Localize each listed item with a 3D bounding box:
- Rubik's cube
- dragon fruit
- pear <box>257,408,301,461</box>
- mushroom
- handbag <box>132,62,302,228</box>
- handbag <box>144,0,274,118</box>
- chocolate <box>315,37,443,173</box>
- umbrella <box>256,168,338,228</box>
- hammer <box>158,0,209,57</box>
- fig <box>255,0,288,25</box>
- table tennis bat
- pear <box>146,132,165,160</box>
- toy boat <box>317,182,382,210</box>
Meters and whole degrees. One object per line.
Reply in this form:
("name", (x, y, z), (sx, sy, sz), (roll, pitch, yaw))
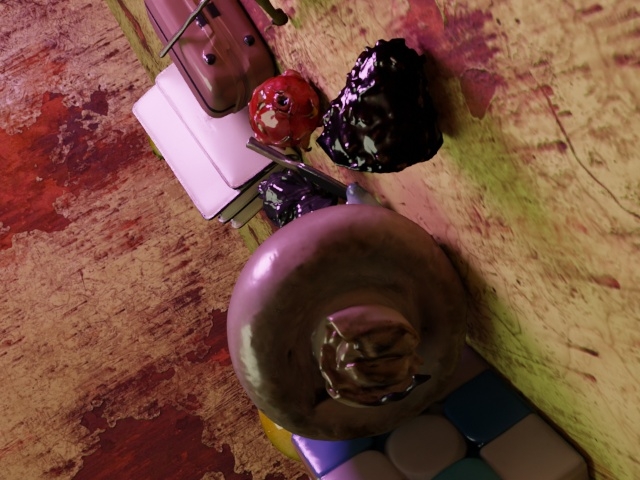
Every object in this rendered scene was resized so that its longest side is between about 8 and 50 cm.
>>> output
("Rubik's cube", (0.209, 0.432, 1.234), (0.347, 0.347, 0.344), (44, 161, 50))
("dragon fruit", (-0.057, -0.220, 1.261), (0.136, 0.133, 0.166), (19, 175, -1))
("pear", (0.009, 0.398, 1.951), (0.362, 0.362, 0.418), (58, 155, 7))
("mushroom", (0.048, 0.131, 1.085), (0.362, 0.362, 0.294), (63, 175, -21))
("handbag", (-0.227, -0.234, 1.664), (0.358, 0.237, 0.160), (54, -168, 21))
("handbag", (-0.224, -0.388, 1.485), (0.302, 0.149, 0.283), (57, 171, 2))
("chocolate", (0.073, -0.167, 0.865), (0.156, 0.156, 0.133), (46, 144, 49))
("umbrella", (-0.017, -0.052, 1.416), (0.336, 0.154, 0.128), (-130, 55, -61))
("hammer", (-0.207, -0.395, 1.287), (0.292, 0.029, 0.058), (-33, 84, 44))
("fig", (-0.124, -0.384, 1.073), (0.151, 0.151, 0.259), (50, 170, 39))
("table tennis bat", (-0.020, -0.116, 1.327), (0.246, 0.022, 0.138), (29, 177, 5))
("pear", (-0.324, -0.303, 1.899), (0.164, 0.238, 0.255), (69, 168, -17))
("toy boat", (0.076, 0.011, 1.247), (0.079, 0.134, 0.207), (16, 141, 60))
